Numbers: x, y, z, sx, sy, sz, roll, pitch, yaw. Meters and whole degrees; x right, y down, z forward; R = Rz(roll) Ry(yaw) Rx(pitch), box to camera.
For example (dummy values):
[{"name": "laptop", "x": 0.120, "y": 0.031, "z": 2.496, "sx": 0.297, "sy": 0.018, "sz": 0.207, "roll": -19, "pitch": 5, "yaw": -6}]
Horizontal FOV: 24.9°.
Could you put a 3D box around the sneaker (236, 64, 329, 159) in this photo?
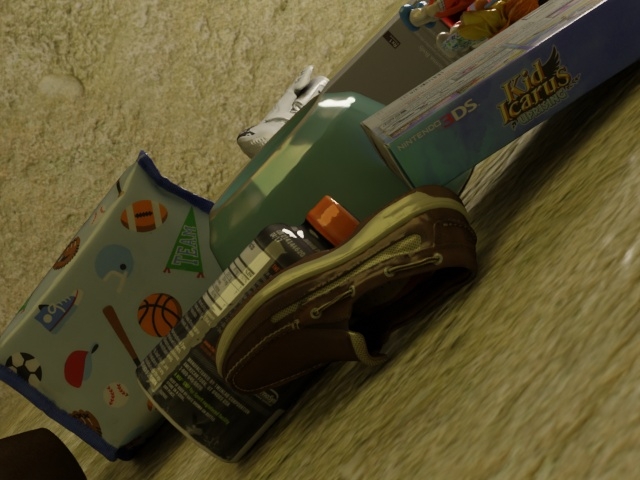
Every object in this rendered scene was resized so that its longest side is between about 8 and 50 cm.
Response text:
[{"name": "sneaker", "x": -0.042, "y": -0.217, "z": 2.666, "sx": 0.210, "sy": 0.137, "sz": 0.366, "roll": -51, "pitch": 5, "yaw": -1}]

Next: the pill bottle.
[{"name": "pill bottle", "x": -0.044, "y": 0.075, "z": 1.326, "sx": 0.245, "sy": 0.130, "sz": 0.130, "roll": -47, "pitch": 8, "yaw": 2}]

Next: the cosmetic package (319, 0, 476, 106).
[{"name": "cosmetic package", "x": 0.111, "y": -0.229, "z": 1.978, "sx": 0.238, "sy": 0.127, "sz": 0.107, "roll": -45, "pitch": 8, "yaw": 31}]

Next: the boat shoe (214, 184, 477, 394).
[{"name": "boat shoe", "x": 0.018, "y": 0.061, "z": 1.175, "sx": 0.257, "sy": 0.095, "sz": 0.095, "roll": -40, "pitch": 48, "yaw": 23}]

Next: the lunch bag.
[{"name": "lunch bag", "x": -0.229, "y": 0.095, "z": 1.831, "sx": 0.328, "sy": 0.239, "sz": 0.385, "roll": -53, "pitch": -7, "yaw": -6}]

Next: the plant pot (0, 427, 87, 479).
[{"name": "plant pot", "x": -0.415, "y": 0.343, "z": 1.822, "sx": 0.230, "sy": 0.215, "sz": 0.215, "roll": -36, "pitch": 2, "yaw": -27}]

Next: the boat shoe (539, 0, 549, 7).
[{"name": "boat shoe", "x": 0.266, "y": -0.321, "z": 1.865, "sx": 0.045, "sy": 0.050, "sz": 0.135, "roll": -56, "pitch": 12, "yaw": -29}]

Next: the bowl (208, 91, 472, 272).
[{"name": "bowl", "x": 0.000, "y": -0.037, "z": 1.519, "sx": 0.311, "sy": 0.163, "sz": 0.311, "roll": -46, "pitch": 9, "yaw": 9}]

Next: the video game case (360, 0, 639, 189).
[{"name": "video game case", "x": 0.171, "y": -0.143, "z": 1.279, "sx": 0.269, "sy": 0.061, "sz": 0.244, "roll": -33, "pitch": 8, "yaw": 2}]

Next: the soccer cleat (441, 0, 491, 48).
[{"name": "soccer cleat", "x": 0.176, "y": -0.340, "z": 1.882, "sx": 0.083, "sy": 0.095, "sz": 0.248, "roll": 111, "pitch": 149, "yaw": -42}]

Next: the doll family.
[{"name": "doll family", "x": 0.235, "y": -0.287, "z": 1.706, "sx": 0.263, "sy": 0.118, "sz": 0.163, "roll": -34, "pitch": 8, "yaw": -32}]
